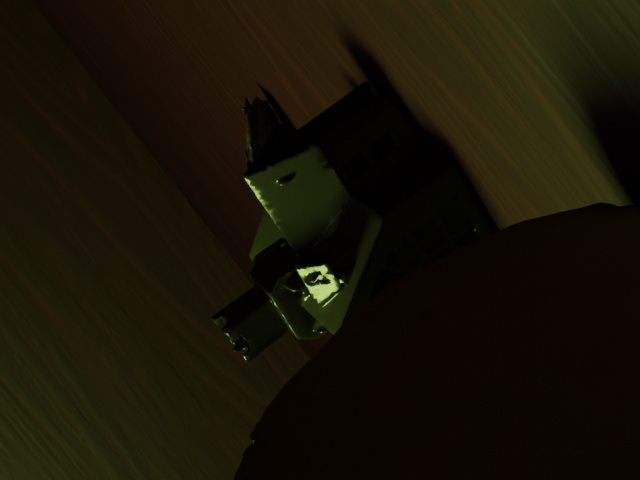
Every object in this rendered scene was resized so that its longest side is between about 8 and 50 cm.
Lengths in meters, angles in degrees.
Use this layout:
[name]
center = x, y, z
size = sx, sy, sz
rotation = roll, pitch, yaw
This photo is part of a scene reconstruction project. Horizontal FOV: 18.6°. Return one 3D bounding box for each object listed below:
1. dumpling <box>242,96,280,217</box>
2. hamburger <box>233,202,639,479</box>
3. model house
[dumpling]
center = 0.001, -0.012, 2.288
size = 0.332, 0.086, 0.166
rotation = 57, -157, -35
[hamburger]
center = 0.154, 0.191, 1.248
size = 0.277, 0.396, 0.396
rotation = 56, 171, -26
[model house]
center = 0.000, 0.000, 1.755
size = 0.204, 0.243, 0.211
rotation = 56, 172, -29
